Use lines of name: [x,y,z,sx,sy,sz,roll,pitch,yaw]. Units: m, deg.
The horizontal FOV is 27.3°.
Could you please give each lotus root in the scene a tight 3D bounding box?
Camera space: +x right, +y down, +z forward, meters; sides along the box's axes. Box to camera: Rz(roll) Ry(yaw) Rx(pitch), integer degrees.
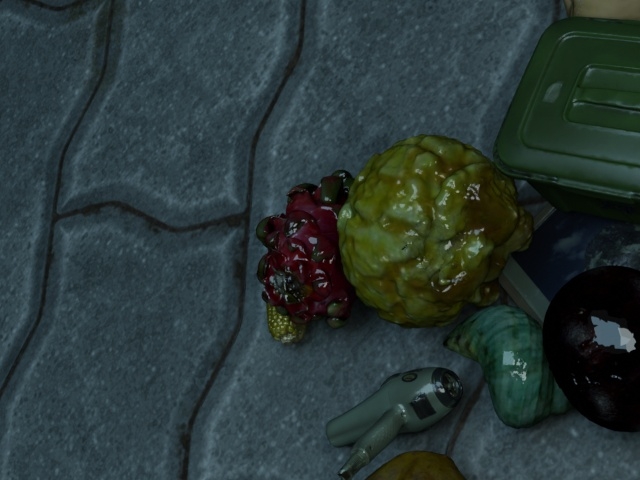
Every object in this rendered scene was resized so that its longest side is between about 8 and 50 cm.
lotus root: [0.118,0.377,1.761,0.199,0.188,0.180,-16,50,35]

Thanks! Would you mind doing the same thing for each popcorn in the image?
popcorn: [0.151,-0.007,1.821,0.247,0.282,0.282,37,95,37]

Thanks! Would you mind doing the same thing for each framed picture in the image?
framed picture: [0.379,0.006,1.817,0.281,0.019,0.209,-47,49,12]

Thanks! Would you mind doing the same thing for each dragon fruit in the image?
dragon fruit: [-0.005,0.001,2.006,0.218,0.198,0.273,-41,50,28]

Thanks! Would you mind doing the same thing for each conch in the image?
conch: [0.258,0.168,1.766,0.122,0.176,0.188,-33,73,-8]

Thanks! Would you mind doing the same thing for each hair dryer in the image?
hair dryer: [0.052,0.275,1.847,0.229,0.267,0.092,-27,94,54]

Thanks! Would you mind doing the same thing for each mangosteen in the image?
mangosteen: [0.403,0.119,1.646,0.250,0.211,0.211,-29,51,-7]

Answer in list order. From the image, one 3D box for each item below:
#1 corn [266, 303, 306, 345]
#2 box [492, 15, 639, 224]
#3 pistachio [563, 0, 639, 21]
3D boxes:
corn: [-0.053,0.070,2.099,0.067,0.067,0.206,-18,58,32]
box: [0.422,-0.143,1.725,0.328,0.178,0.253,15,74,35]
pistachio: [0.454,-0.400,1.820,0.309,0.230,0.230,-44,50,4]
